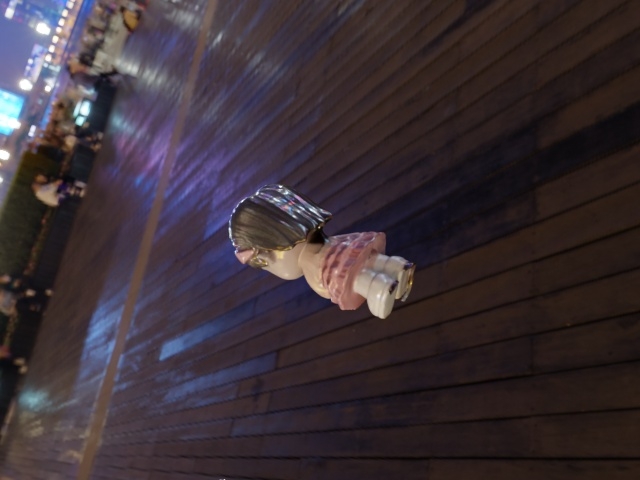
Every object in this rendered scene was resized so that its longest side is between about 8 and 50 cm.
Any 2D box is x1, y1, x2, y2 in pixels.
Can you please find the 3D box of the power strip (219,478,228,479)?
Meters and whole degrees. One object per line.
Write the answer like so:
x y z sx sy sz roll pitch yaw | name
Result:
-0.095 0.300 0.743 0.081 0.035 0.192 -36 8 -33 | power strip

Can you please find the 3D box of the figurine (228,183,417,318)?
0.000 0.000 0.444 0.072 0.129 0.054 -48 -33 -35 | figurine
